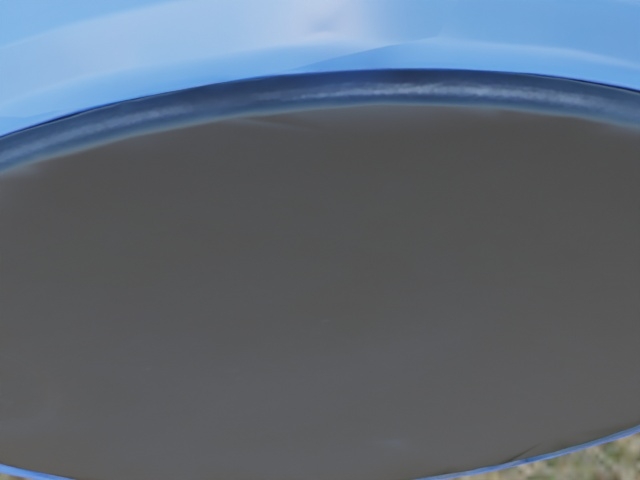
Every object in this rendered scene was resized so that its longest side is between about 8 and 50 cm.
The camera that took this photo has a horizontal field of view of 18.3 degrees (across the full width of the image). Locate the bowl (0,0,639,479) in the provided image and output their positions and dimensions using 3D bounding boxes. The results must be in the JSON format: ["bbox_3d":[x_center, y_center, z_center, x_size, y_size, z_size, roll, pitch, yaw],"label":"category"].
[{"bbox_3d":[0.000,0.000,0.684,0.391,0.077,0.391,-4,155,-2],"label":"bowl"}]
